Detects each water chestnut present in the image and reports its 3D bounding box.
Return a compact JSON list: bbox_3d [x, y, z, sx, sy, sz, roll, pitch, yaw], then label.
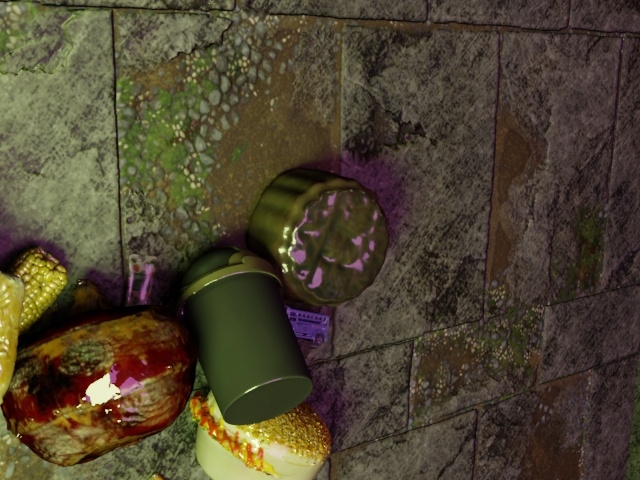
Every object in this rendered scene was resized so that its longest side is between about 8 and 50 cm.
[{"bbox_3d":[-0.381,0.211,1.389,0.350,0.350,0.302,-13,79,-34],"label":"water chestnut"}]

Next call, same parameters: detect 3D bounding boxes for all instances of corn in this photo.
[{"bbox_3d":[-0.545,0.137,1.362,0.292,0.101,0.101,-49,125,-16],"label":"corn"}]

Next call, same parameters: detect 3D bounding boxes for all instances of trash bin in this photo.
[{"bbox_3d":[-0.155,0.161,1.525,0.214,0.334,0.214,-17,150,-10],"label":"trash bin"}]

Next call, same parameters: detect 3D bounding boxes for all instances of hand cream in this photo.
[{"bbox_3d":[-0.348,0.109,1.545,0.057,0.037,0.165,9,90,-38],"label":"hand cream"}]

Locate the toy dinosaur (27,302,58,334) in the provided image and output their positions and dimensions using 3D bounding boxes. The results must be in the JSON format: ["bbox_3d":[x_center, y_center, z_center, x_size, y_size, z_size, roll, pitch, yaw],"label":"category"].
[{"bbox_3d":[-0.498,0.161,1.443,0.041,0.026,0.113,35,72,-49],"label":"toy dinosaur"}]

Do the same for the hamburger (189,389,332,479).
[{"bbox_3d":[-0.115,0.384,1.628,0.294,0.276,0.179,10,107,-49],"label":"hamburger"}]

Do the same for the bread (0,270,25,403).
[{"bbox_3d":[-0.564,0.136,1.223,0.195,0.176,0.246,18,70,-40],"label":"bread"}]

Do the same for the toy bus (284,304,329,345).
[{"bbox_3d":[-0.062,0.179,1.743,0.167,0.073,0.076,16,83,-42],"label":"toy bus"}]

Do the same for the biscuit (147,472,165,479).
[{"bbox_3d":[-0.381,0.588,1.639,0.231,0.016,0.139,-44,123,-20],"label":"biscuit"}]

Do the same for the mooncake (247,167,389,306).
[{"bbox_3d":[0.000,0.000,1.690,0.290,0.161,0.290,-9,106,-33],"label":"mooncake"}]
